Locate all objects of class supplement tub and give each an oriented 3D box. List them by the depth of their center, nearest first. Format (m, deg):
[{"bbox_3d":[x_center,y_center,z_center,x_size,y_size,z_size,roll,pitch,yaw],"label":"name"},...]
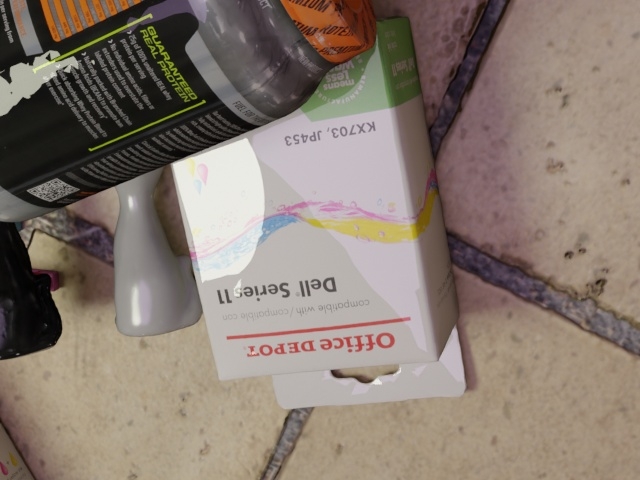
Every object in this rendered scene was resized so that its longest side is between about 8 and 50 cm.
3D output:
[{"bbox_3d":[-0.132,-0.148,0.716,0.316,0.193,0.193,-19,99,18],"label":"supplement tub"}]

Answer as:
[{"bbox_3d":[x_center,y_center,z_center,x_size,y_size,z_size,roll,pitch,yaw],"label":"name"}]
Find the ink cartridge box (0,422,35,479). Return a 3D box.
[{"bbox_3d":[-0.437,0.249,1.040,0.168,0.171,0.232,-26,97,20],"label":"ink cartridge box"}]

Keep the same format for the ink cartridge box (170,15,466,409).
[{"bbox_3d":[0.000,0.000,0.877,0.207,0.119,0.353,-8,102,18],"label":"ink cartridge box"}]

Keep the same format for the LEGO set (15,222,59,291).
[{"bbox_3d":[-0.389,0.010,1.004,0.227,0.093,0.087,5,106,14],"label":"LEGO set"}]

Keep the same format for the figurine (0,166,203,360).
[{"bbox_3d":[-0.228,-0.011,0.930,0.215,0.092,0.209,-8,99,-13],"label":"figurine"}]
